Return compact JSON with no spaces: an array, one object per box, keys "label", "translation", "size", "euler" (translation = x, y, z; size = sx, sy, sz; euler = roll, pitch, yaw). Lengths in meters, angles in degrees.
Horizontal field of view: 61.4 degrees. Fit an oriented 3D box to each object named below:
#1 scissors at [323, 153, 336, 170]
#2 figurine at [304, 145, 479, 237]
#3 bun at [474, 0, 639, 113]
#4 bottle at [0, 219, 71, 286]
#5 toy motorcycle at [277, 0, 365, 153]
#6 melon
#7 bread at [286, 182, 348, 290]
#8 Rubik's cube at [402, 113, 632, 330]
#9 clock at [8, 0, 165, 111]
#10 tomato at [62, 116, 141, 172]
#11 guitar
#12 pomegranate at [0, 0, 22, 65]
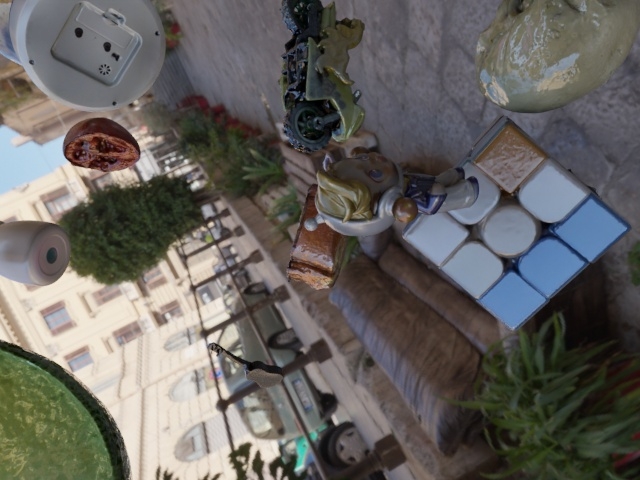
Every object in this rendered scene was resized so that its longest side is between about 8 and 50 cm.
[{"label":"scissors","translation":[0.050,-0.165,1.349],"size":[0.189,0.015,0.100],"euler":[-155,54,-65]},{"label":"figurine","translation":[0.113,-0.081,0.874],"size":[0.194,0.274,0.133],"euler":[38,131,33]},{"label":"bun","translation":[0.492,-0.441,1.179],"size":[0.234,0.326,0.362],"euler":[33,151,-33]},{"label":"bottle","translation":[-0.720,0.019,1.244],"size":[0.147,0.236,0.147],"euler":[8,-90,-79]},{"label":"toy motorcycle","translation":[0.006,-0.418,1.357],"size":[0.169,0.237,0.410],"euler":[-7,85,50]},{"label":"melon","translation":[-0.455,0.328,0.873],"size":[0.331,0.226,0.343],"euler":[32,155,-2]},{"label":"bread","translation":[0.001,0.006,1.354],"size":[0.190,0.123,0.244],"euler":[77,-153,-68]},{"label":"Rubik's cube","translation":[0.448,-0.060,1.293],"size":[0.347,0.344,0.346],"euler":[41,-159,4]},{"label":"clock","translation":[-0.375,-0.330,0.885],"size":[0.083,0.230,0.230],"euler":[45,162,38]},{"label":"tomato","translation":[-0.676,-0.303,1.655],"size":[0.228,0.228,0.101],"euler":[86,173,-68]},{"label":"guitar","translation":[-0.221,0.363,1.573],"size":[0.271,0.084,0.038],"euler":[37,-157,-35]},{"label":"pomegranate","translation":[-0.490,-0.460,0.986],"size":[0.322,0.322,0.322],"euler":[60,171,17]}]
